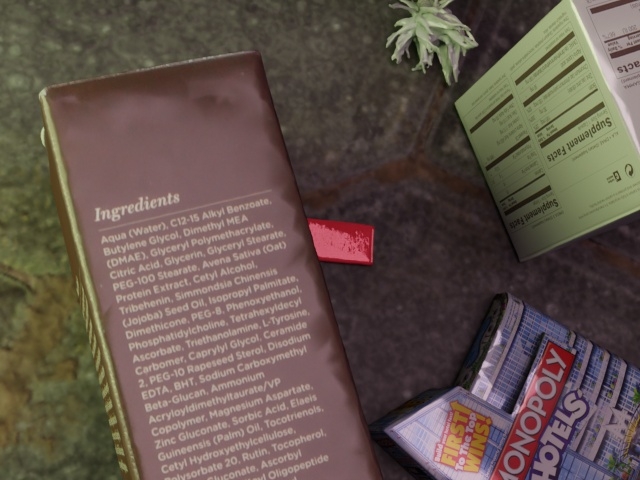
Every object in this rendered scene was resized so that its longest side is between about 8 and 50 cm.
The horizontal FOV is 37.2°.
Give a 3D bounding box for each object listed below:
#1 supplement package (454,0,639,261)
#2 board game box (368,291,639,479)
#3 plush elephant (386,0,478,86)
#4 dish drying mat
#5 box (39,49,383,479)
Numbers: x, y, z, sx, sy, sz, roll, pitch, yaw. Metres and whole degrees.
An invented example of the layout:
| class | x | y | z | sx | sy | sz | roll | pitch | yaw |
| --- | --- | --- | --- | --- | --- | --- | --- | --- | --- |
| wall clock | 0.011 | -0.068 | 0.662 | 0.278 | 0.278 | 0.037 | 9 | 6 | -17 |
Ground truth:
| class | x | y | z | sx | sy | sz | roll | pitch | yaw |
| --- | --- | --- | --- | --- | --- | --- | --- | --- | --- |
| supplement package | 0.272 | -0.107 | 0.710 | 0.262 | 0.204 | 0.145 | -19 | 82 | -16 |
| board game box | 0.143 | 0.141 | 0.703 | 0.194 | 0.060 | 0.194 | 30 | 73 | -7 |
| plush elephant | 0.116 | -0.310 | 0.689 | 0.272 | 0.255 | 0.330 | 3 | 78 | -13 |
| dish drying mat | 0.000 | 0.000 | 0.726 | 0.083 | 0.008 | 0.032 | 6 | 78 | -13 |
| box | -0.065 | 0.099 | 0.597 | 0.143 | 0.191 | 0.381 | -15 | 83 | -16 |
